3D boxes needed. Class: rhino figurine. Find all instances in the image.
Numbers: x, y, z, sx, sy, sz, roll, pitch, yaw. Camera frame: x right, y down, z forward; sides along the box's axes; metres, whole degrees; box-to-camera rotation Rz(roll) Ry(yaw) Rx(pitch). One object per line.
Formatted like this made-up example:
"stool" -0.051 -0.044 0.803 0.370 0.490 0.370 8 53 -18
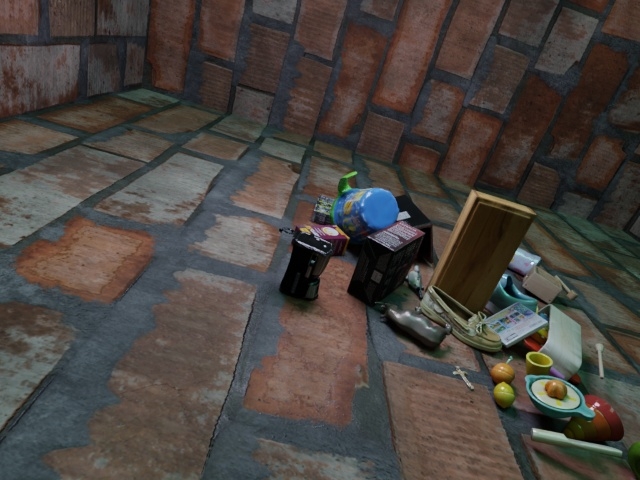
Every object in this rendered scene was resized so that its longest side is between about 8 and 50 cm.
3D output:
"rhino figurine" 0.274 0.244 1.285 0.243 0.073 0.106 27 24 23

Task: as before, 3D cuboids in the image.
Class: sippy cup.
"sippy cup" 0.184 -0.106 1.649 0.305 0.240 0.224 28 -14 -16

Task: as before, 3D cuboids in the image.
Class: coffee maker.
"coffee maker" -0.060 0.070 1.294 0.171 0.178 0.120 34 27 26

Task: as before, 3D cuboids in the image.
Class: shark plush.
"shark plush" 0.365 0.155 1.548 0.067 0.073 0.161 42 12 -22

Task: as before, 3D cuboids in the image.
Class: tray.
"tray" 0.534 0.054 1.437 0.202 0.411 0.076 17 24 -1

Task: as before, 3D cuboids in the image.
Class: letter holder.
"letter holder" 0.358 -0.032 1.815 0.151 0.215 0.302 -14 30 -4

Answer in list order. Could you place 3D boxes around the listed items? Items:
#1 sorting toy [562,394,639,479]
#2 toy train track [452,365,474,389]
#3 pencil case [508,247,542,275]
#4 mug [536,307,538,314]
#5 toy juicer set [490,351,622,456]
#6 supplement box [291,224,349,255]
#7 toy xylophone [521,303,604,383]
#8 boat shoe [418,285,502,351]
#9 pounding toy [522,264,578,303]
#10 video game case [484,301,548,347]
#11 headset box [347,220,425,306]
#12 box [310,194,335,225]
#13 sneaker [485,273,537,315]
"sorting toy" 0.720 0.536 0.978 0.126 0.127 0.366 -17 33 -13
"toy train track" 0.400 0.377 1.164 0.048 0.014 0.083 7 28 -21
"pencil case" 0.898 0.070 1.989 0.273 0.114 0.124 33 19 29
"mug" 0.773 0.264 1.573 0.064 0.062 0.078 13 -20 8
"toy juicer set" 0.565 0.402 1.077 0.209 0.090 0.329 -2 21 -4
"supplement box" 0.000 0.000 1.588 0.188 0.081 0.104 -1 32 -34
"toy xylophone" 0.797 0.341 1.371 0.236 0.081 0.322 43 37 17
"boat shoe" 0.458 0.254 1.360 0.285 0.090 0.104 30 27 23
"pounding toy" 0.984 0.206 1.805 0.206 0.094 0.181 36 25 16
"video game case" 0.635 0.275 1.385 0.157 0.019 0.143 -27 22 -4
"headset box" 0.235 0.069 1.442 0.110 0.218 0.293 30 29 25
"box" 0.102 -0.111 1.905 0.269 0.060 0.216 16 26 -2
"sneaker" 0.647 0.168 1.582 0.135 0.150 0.366 -8 36 -45
